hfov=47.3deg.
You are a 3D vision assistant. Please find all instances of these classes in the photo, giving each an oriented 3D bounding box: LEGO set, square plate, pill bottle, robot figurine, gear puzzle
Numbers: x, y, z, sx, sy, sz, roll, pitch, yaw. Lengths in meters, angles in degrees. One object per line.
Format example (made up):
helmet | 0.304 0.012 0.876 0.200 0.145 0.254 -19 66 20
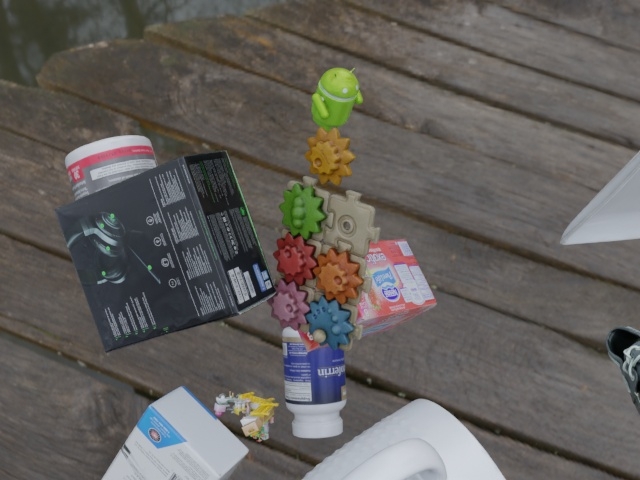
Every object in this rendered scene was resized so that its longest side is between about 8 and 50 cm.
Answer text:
LEGO set | -0.169 0.460 1.829 0.132 0.287 0.107 -1 94 -23
square plate | 0.668 -0.111 1.372 0.347 0.344 0.049 -5 58 -23
pill bottle | -0.014 0.344 1.806 0.153 0.153 0.264 -3 88 -3
robot figurine | 0.024 -0.237 1.216 0.101 0.115 0.067 -27 63 -37
pill bottle | -0.387 -0.037 1.474 0.176 0.176 0.318 -16 88 -12
gear puzzle | 0.000 0.000 1.090 0.175 0.339 0.044 21 24 31

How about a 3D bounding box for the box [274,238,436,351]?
box | 0.076 0.098 1.383 0.300 0.142 0.154 -4 64 -57

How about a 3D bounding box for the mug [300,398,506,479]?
mug | 0.073 0.390 0.973 0.328 0.374 0.276 -28 52 -18

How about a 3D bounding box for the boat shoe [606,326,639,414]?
boat shoe | 0.580 0.237 1.326 0.099 0.116 0.319 33 18 7

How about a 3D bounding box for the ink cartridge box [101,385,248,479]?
ink cartridge box | -0.226 0.347 1.106 0.148 0.203 0.086 41 27 12

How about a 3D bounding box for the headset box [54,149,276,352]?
headset box | -0.252 0.022 1.152 0.283 0.131 0.246 -19 92 24
